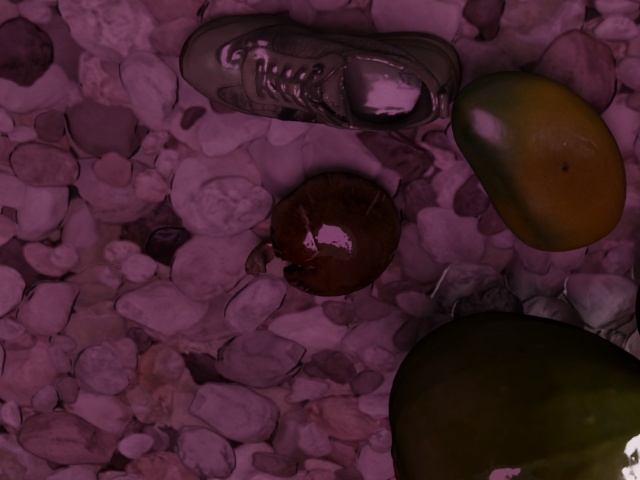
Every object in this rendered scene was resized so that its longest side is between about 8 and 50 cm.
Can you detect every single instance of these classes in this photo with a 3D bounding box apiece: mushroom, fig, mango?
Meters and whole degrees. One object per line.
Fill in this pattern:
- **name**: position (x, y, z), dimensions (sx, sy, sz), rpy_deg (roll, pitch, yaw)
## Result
- **mushroom**: position (0.000, 0.001, 1.153), dimensions (0.170, 0.080, 0.135), rpy_deg (-22, 107, 12)
- **fig**: position (0.229, 0.209, 1.150), dimensions (0.316, 0.316, 0.316), rpy_deg (1, 120, 2)
- **mango**: position (0.218, -0.082, 1.067), dimensions (0.137, 0.091, 0.237), rpy_deg (-42, 127, -8)

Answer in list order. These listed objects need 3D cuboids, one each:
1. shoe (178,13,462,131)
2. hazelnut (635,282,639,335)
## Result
- **shoe**: position (0.000, -0.154, 1.053), dimensions (0.274, 0.098, 0.103), rpy_deg (2, 117, 3)
- **hazelnut**: position (0.423, 0.080, 1.093), dimensions (0.229, 0.229, 0.230), rpy_deg (1, 120, 2)
